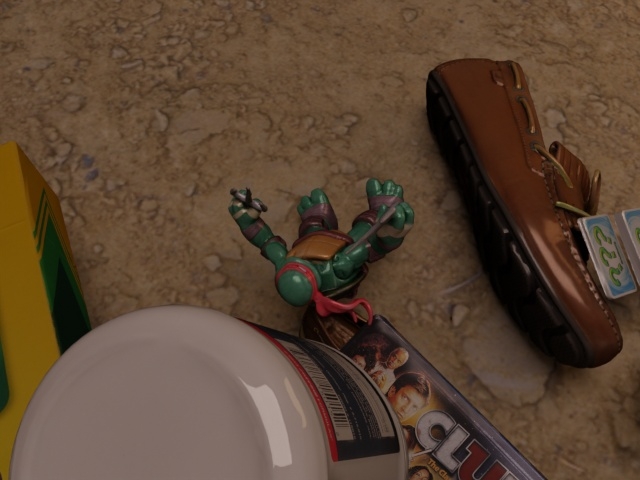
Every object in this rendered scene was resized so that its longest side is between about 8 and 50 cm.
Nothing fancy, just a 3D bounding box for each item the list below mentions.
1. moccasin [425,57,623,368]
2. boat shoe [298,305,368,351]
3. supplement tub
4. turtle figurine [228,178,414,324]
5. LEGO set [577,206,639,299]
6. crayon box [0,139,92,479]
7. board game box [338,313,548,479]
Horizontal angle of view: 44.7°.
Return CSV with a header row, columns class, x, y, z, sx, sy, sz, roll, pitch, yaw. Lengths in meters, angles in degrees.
class,x,y,z,sx,sy,sz,roll,pitch,yaw
moccasin,0.225,-0.046,0.807,0.147,0.139,0.380,-13,49,-1
boat shoe,0.054,0.116,0.726,0.178,0.060,0.064,34,62,18
supplement tub,-0.050,0.153,0.525,0.191,0.272,0.191,-5,75,18
turtle figurine,0.000,0.000,0.710,0.175,0.118,0.234,9,17,14
LEGO set,0.338,0.079,0.707,0.182,0.060,0.244,-7,76,-42
crayon box,-0.369,0.121,0.623,0.363,0.106,0.313,-23,55,-4
board game box,0.077,0.202,0.643,0.165,0.042,0.243,-47,68,2
